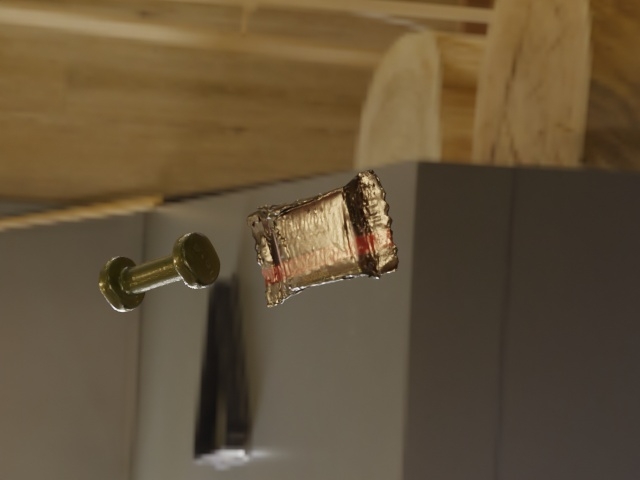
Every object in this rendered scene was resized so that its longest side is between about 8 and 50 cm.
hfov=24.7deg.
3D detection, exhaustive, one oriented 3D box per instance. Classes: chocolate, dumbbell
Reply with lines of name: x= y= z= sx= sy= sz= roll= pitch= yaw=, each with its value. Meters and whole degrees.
chocolate: x=0.000 y=0.000 z=1.140 sx=0.182 sy=0.028 sz=0.086 roll=-20 pitch=81 yaw=50
dumbbell: x=-0.144 y=0.028 z=1.306 sx=0.052 sy=0.118 sz=0.046 roll=61 pitch=-141 yaw=-17
